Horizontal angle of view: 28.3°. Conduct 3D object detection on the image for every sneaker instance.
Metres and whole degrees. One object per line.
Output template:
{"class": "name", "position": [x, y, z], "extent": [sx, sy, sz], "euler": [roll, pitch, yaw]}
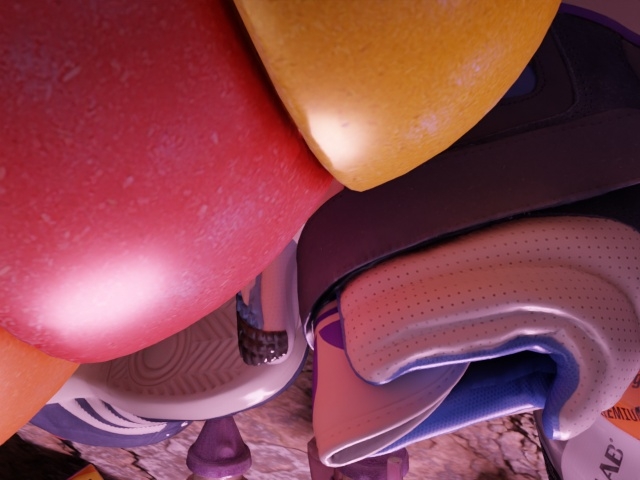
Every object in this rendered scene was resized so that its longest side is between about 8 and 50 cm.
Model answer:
{"class": "sneaker", "position": [-0.112, 0.092, 0.946], "extent": [0.350, 0.131, 0.148], "euler": [-5, 149, 45]}
{"class": "sneaker", "position": [-0.002, -0.025, 0.563], "extent": [0.322, 0.236, 0.130], "euler": [13, 149, 11]}
{"class": "sneaker", "position": [0.000, 0.000, 0.682], "extent": [0.083, 0.191, 0.071], "euler": [7, 123, 2]}

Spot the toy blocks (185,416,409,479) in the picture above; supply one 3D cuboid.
{"class": "toy blocks", "position": [0.047, 0.229, 0.961], "extent": [0.308, 0.288, 0.260], "euler": [1, 108, -7]}

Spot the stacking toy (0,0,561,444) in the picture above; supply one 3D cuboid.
{"class": "stacking toy", "position": [-0.037, -0.102, 0.415], "extent": [0.479, 0.351, 0.351], "euler": [-16, 140, 12]}

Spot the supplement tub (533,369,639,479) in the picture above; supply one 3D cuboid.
{"class": "supplement tub", "position": [0.218, 0.110, 0.694], "extent": [0.193, 0.194, 0.316], "euler": [7, 147, 22]}

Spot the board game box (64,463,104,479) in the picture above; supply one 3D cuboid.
{"class": "board game box", "position": [-0.321, 0.533, 1.413], "extent": [0.356, 0.356, 0.356], "euler": [52, 151, 10]}
